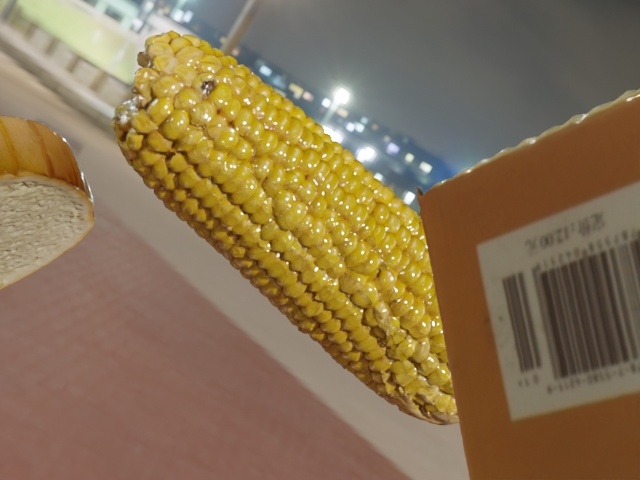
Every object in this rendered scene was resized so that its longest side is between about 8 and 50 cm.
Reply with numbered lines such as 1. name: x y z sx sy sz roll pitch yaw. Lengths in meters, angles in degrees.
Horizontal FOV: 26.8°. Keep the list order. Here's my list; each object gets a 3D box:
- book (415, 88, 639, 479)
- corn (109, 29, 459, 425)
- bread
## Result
1. book: 0.142 0.129 0.324 0.028 0.373 0.262 -1 -14 -38
2. corn: 0.000 0.000 0.757 0.293 0.106 0.106 39 0 -19
3. bread: -0.308 -0.019 1.128 0.236 0.236 0.070 24 37 -64
